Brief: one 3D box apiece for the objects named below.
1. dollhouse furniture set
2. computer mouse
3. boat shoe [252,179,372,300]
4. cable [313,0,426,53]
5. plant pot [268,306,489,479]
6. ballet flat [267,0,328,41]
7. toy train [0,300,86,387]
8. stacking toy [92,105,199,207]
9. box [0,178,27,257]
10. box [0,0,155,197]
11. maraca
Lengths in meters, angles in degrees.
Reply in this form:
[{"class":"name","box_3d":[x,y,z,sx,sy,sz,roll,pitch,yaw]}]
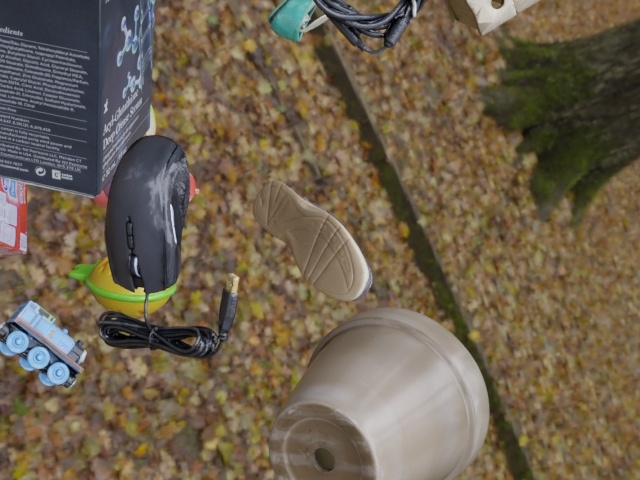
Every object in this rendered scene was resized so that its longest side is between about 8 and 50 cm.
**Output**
[{"class":"dollhouse furniture set","box_3d":[0.238,-0.430,1.340,0.184,0.129,0.129,59,0,-26]},{"class":"computer mouse","box_3d":[-0.177,0.013,1.033,0.060,0.184,0.262,-3,103,-69]},{"class":"boat shoe","box_3d":[0.000,0.000,1.388,0.092,0.103,0.285,18,16,-45]},{"class":"cable","box_3d":[0.057,-0.300,0.975,0.184,0.150,0.047,42,8,-40]},{"class":"plant pot","box_3d":[0.071,0.298,1.424,0.280,0.323,0.323,-24,94,-58]},{"class":"ballet flat","box_3d":[0.011,-0.461,1.620,0.087,0.247,0.083,41,11,-2]},{"class":"toy train","box_3d":[-0.532,0.203,1.721,0.184,0.080,0.105,43,59,-19]},{"class":"stacking toy","box_3d":[-0.379,-0.198,1.941,0.309,0.130,0.280,1,86,-74]},{"class":"box","box_3d":[-0.720,-0.098,1.934,0.128,0.122,0.257,46,38,-72]},{"class":"box","box_3d":[-0.431,-0.328,1.554,0.293,0.212,0.396,-74,174,-57]},{"class":"maraca","box_3d":[-0.306,0.061,1.384,0.127,0.185,0.099,-10,111,-49]}]
